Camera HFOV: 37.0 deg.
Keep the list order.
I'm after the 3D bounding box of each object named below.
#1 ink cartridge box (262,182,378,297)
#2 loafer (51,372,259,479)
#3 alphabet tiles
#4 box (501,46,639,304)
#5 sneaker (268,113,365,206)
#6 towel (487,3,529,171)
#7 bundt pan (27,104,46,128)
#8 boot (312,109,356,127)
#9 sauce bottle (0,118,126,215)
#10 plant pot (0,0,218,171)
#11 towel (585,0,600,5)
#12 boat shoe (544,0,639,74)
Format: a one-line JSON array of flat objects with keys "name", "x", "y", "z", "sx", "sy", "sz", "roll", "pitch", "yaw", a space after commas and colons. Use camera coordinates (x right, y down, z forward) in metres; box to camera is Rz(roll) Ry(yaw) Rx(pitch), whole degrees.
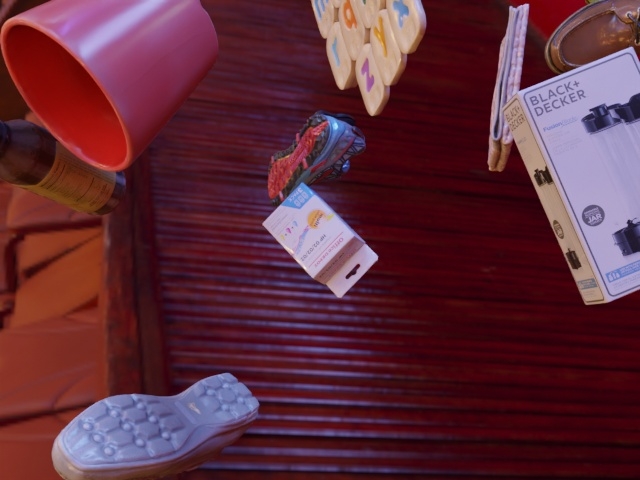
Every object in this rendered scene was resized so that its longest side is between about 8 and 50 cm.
[{"name": "ink cartridge box", "x": 0.000, "y": 0.000, "z": 1.649, "sx": 0.104, "sy": 0.061, "sz": 0.181, "roll": -47, "pitch": 65, "yaw": 5}, {"name": "loafer", "x": -0.194, "y": 0.241, "z": 1.141, "sx": 0.112, "sy": 0.319, "sz": 0.111, "roll": 44, "pitch": 113, "yaw": 25}, {"name": "alphabet tiles", "x": 0.045, "y": -0.286, "z": 0.986, "sx": 0.284, "sy": 0.021, "sz": 0.277, "roll": 119, "pitch": 139, "yaw": -62}, {"name": "box", "x": 0.370, "y": -0.080, "z": 1.230, "sx": 0.087, "sy": 0.169, "sz": 0.289, "roll": 103, "pitch": 146, "yaw": -84}, {"name": "sneaker", "x": -0.007, "y": -0.132, "z": 1.784, "sx": 0.262, "sy": 0.125, "sz": 0.104, "roll": -39, "pitch": 51, "yaw": 51}, {"name": "towel", "x": 0.437, "y": -0.352, "z": 2.250, "sx": 0.317, "sy": 0.054, "sz": 0.331, "roll": 41, "pitch": -123, "yaw": -80}, {"name": "bundt pan", "x": -0.439, "y": -0.330, "z": 1.842, "sx": 0.124, "sy": 0.331, "sz": 0.330, "roll": 18, "pitch": -106, "yaw": -66}, {"name": "boot", "x": 0.043, "y": -0.208, "z": 1.897, "sx": 0.045, "sy": 0.121, "sz": 0.099, "roll": -49, "pitch": 55, "yaw": 28}, {"name": "sauce bottle", "x": -0.471, "y": -0.135, "z": 1.590, "sx": 0.344, "sy": 0.111, "sz": 0.111, "roll": 30, "pitch": -124, "yaw": -57}, {"name": "plant pot", "x": -0.309, "y": -0.283, "z": 1.484, "sx": 0.243, "sy": 0.275, "sz": 0.275, "roll": -44, "pitch": -6, "yaw": -30}, {"name": "towel", "x": 0.587, "y": -0.537, "z": 1.923, "sx": 0.021, "sy": 0.102, "sz": 0.237, "roll": -11, "pitch": 48, "yaw": 51}, {"name": "boat shoe", "x": 0.517, "y": -0.356, "z": 1.549, "sx": 0.104, "sy": 0.307, "sz": 0.110, "roll": -130, "pitch": 17, "yaw": -80}]
